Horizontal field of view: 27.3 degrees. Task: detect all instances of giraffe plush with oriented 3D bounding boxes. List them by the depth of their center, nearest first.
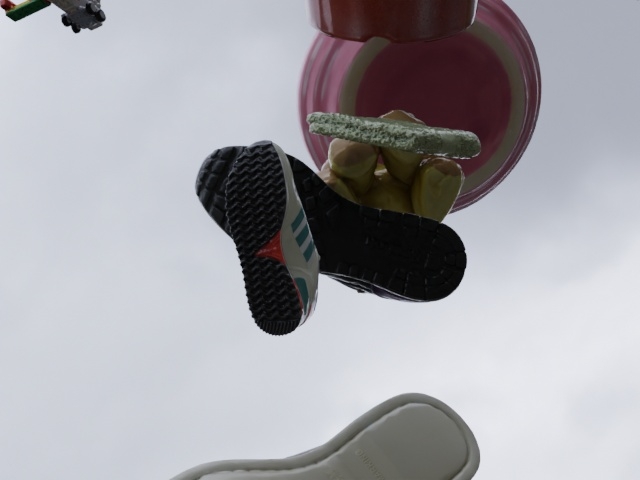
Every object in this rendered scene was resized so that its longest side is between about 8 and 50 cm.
[{"bbox_3d":[0.065,-0.052,1.531,0.181,0.170,0.210,-27,-68,-5],"label":"giraffe plush"}]

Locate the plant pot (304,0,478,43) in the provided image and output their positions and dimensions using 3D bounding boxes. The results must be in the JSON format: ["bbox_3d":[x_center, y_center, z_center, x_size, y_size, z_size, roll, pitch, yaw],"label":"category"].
[{"bbox_3d":[0.080,-0.376,1.489,0.272,0.272,0.265,-14,-61,-24],"label":"plant pot"}]

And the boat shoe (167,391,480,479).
[{"bbox_3d":[-0.024,0.203,0.922,0.324,0.116,0.097,-19,-27,-41],"label":"boat shoe"}]

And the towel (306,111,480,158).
[{"bbox_3d":[0.068,-0.103,1.261,0.110,0.148,0.027,1,-80,-45],"label":"towel"}]

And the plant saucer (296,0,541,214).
[{"bbox_3d":[0.137,-0.181,1.720,0.332,0.084,0.332,-3,-73,-11],"label":"plant saucer"}]

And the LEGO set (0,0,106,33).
[{"bbox_3d":[-0.260,-0.244,1.123,0.182,0.060,0.244,1,-26,-21],"label":"LEGO set"}]

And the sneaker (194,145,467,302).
[{"bbox_3d":[0.000,0.000,1.345,0.124,0.283,0.107,129,164,-76],"label":"sneaker"}]

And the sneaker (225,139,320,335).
[{"bbox_3d":[-0.035,-0.003,1.106,0.057,0.161,0.075,-9,0,20],"label":"sneaker"}]
